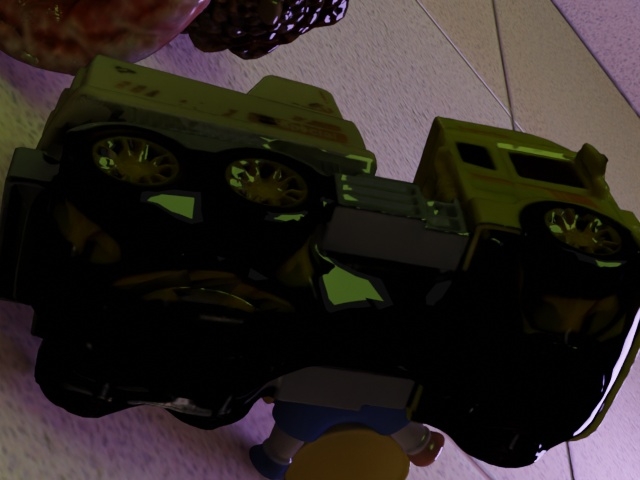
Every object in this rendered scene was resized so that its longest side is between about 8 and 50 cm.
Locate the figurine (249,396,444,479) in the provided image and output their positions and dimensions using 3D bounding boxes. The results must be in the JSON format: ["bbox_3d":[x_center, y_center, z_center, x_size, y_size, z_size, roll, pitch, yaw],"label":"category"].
[{"bbox_3d":[0.007,0.070,1.104,0.275,0.161,0.158,-94,-175,-47],"label":"figurine"}]

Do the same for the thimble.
[{"bbox_3d":[-0.165,-0.256,1.042,0.239,0.239,0.162,52,21,-13],"label":"thimble"}]

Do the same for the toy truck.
[{"bbox_3d":[0.000,0.000,0.920,0.405,0.180,0.254,9,35,-11],"label":"toy truck"}]

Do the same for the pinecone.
[{"bbox_3d":[-0.074,-0.302,1.323,0.244,0.244,0.309,30,24,-50],"label":"pinecone"}]
